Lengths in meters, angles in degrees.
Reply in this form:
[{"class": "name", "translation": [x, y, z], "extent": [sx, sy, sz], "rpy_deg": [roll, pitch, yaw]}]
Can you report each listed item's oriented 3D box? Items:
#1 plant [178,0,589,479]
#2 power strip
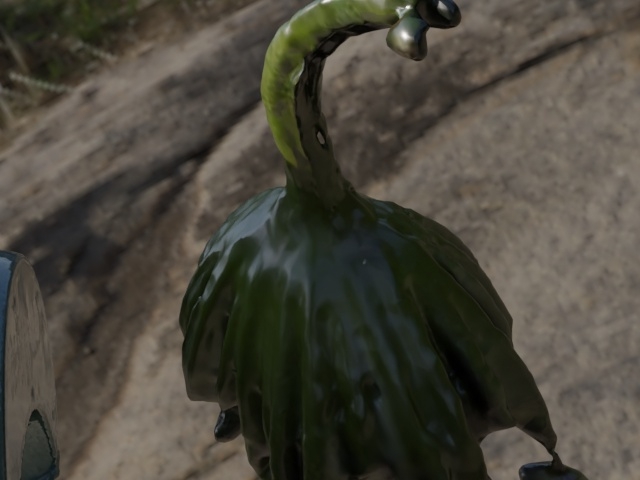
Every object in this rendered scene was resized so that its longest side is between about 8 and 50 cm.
[{"class": "plant", "translation": [0.025, -0.020, 0.765], "extent": [0.180, 0.333, 0.251], "rpy_deg": [-27, 41, -35]}, {"class": "power strip", "translation": [-0.179, 0.090, 0.804], "extent": [0.054, 0.167, 0.253], "rpy_deg": [-5, 6, -2]}]
